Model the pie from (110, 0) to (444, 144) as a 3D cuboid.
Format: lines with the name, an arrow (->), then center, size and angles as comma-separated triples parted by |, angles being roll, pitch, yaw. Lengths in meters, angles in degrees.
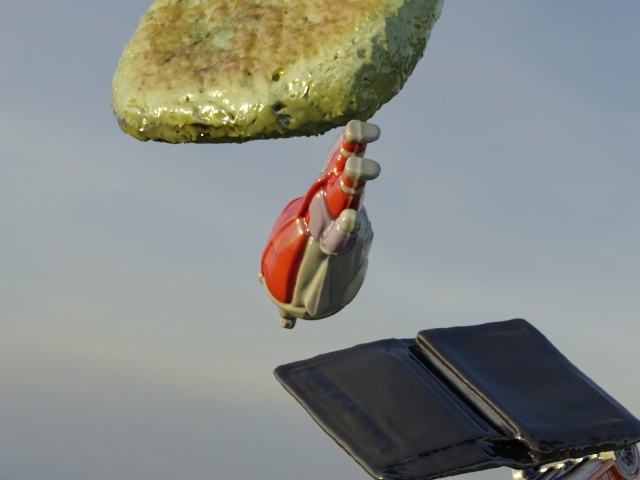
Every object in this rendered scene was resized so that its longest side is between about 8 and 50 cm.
pie -> -0.036, -0.194, 1.681 | 0.323, 0.323, 0.070 | 4, -36, 37

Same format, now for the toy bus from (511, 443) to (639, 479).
toy bus -> 0.250, 0.318, 2.100 | 0.143, 0.153, 0.329 | -21, 1, 31

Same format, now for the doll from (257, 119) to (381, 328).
doll -> 0.000, 0.000, 1.389 | 0.075, 0.102, 0.227 | 10, -38, -9

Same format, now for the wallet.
wallet -> 0.144, 0.164, 1.966 | 0.323, 0.041, 0.247 | -10, 33, -27
